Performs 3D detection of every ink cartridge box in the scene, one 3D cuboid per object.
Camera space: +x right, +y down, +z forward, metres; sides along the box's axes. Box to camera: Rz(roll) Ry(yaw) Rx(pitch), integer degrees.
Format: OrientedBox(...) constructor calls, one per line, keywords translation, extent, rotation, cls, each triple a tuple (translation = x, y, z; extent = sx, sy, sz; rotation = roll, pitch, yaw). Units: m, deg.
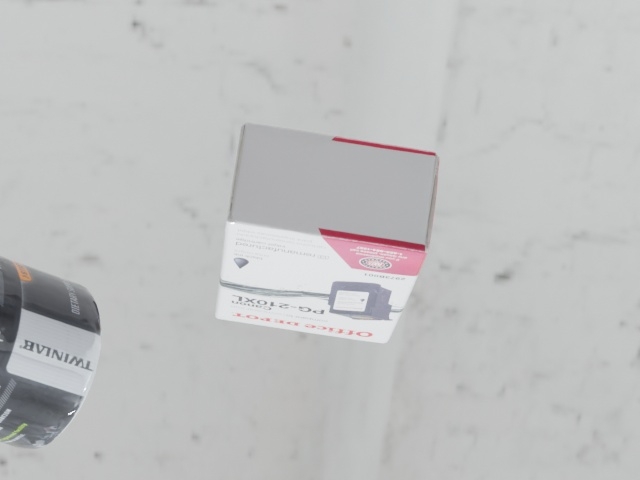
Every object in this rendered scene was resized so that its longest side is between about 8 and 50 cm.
OrientedBox(translation=(0.000, 0.000, 1.521), extent=(0.172, 0.237, 0.100), rotation=(9, -113, -2), cls="ink cartridge box")

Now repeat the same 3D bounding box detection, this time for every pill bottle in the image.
OrientedBox(translation=(-0.288, 0.056, 1.201), extent=(0.245, 0.130, 0.130), rotation=(23, -151, -35), cls="pill bottle")
